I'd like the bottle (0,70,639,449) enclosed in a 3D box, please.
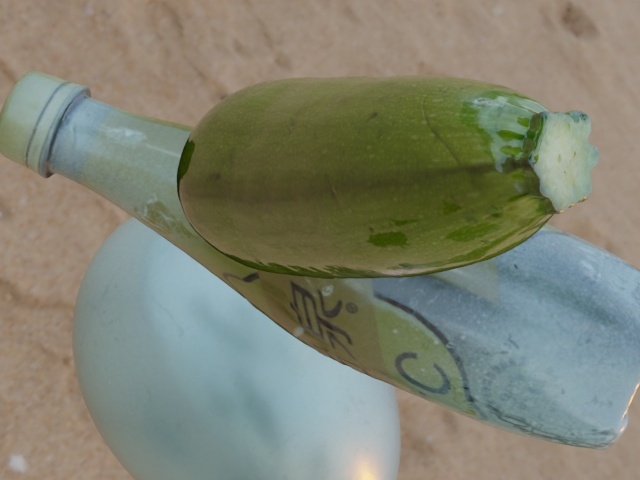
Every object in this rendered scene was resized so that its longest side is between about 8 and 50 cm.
[{"bbox_3d":[0.000,0.000,0.555,0.269,0.083,0.083,23,37,1],"label":"bottle"}]

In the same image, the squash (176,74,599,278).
[{"bbox_3d":[0.013,-0.021,0.429,0.066,0.201,0.066,0,90,-28],"label":"squash"}]

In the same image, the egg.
[{"bbox_3d":[-0.047,0.093,0.898,0.264,0.182,0.183,56,31,-22],"label":"egg"}]
